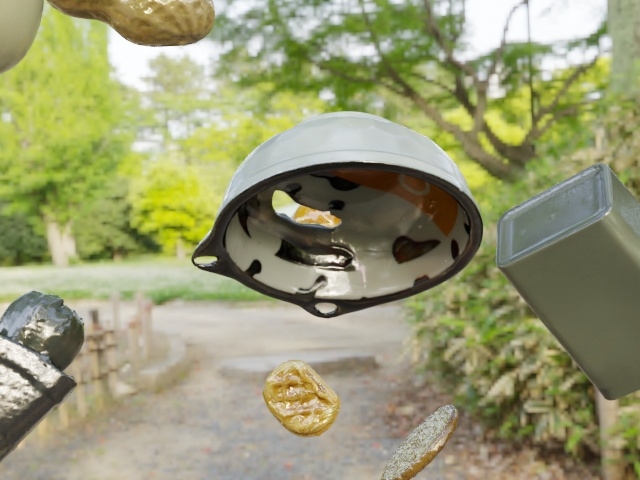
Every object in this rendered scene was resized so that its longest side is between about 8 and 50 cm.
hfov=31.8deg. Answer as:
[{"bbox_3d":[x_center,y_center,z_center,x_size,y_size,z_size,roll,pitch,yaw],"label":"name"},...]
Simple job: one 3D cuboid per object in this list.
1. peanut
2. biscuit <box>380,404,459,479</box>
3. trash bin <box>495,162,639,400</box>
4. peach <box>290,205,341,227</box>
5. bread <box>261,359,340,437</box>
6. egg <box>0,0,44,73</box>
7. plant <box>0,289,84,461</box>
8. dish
[{"bbox_3d":[-0.243,-0.305,1.420,0.226,0.108,0.095,16,-29,-17],"label":"peanut"},{"bbox_3d":[0.178,0.365,1.978,0.188,0.027,0.188,-47,2,2],"label":"biscuit"},{"bbox_3d":[0.330,0.049,1.293,0.164,0.240,0.122,-31,28,31],"label":"trash bin"},{"bbox_3d":[0.000,0.000,1.930,0.138,0.138,0.138,-2,1,0],"label":"peach"},{"bbox_3d":[-0.027,0.214,1.509,0.083,0.111,0.044,-46,-15,-1],"label":"bread"},{"bbox_3d":[-0.401,-0.289,1.228,0.186,0.241,0.186,-24,-14,-6],"label":"egg"},{"bbox_3d":[-0.434,0.192,1.583,0.164,0.256,0.142,34,-19,-4],"label":"plant"},{"bbox_3d":[0.023,-0.042,1.158,0.303,0.120,0.303,-1,-32,0],"label":"dish"}]
